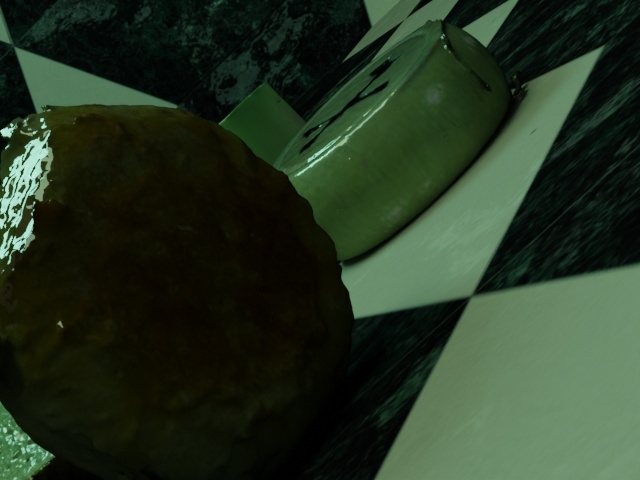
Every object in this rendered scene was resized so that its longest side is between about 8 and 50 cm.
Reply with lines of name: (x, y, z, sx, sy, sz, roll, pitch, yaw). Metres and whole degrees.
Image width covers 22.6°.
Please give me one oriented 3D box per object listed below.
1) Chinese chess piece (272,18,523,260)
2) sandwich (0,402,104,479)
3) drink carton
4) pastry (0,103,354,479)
Chinese chess piece: (0.058, -0.089, 1.361, 0.238, 0.092, 0.238, -41, 11, 10)
sandwich: (-0.259, 0.160, 1.481, 0.186, 0.065, 0.215, -38, 40, 20)
drink carton: (-0.051, -0.072, 1.642, 0.144, 0.142, 0.146, -47, 4, -21)
pastry: (-0.098, 0.038, 0.981, 0.121, 0.235, 0.257, -38, 40, 47)
